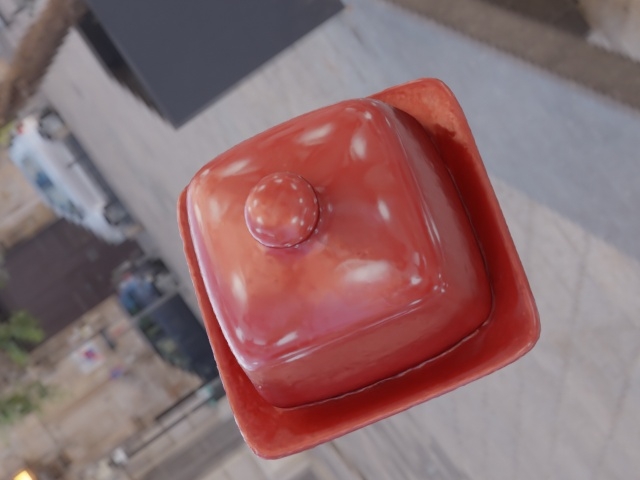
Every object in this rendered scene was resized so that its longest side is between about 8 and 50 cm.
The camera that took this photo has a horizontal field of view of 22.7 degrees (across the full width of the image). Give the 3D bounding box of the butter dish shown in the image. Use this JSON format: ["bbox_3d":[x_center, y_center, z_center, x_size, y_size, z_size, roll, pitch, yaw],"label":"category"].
[{"bbox_3d":[0.000,0.000,0.747,0.118,0.160,0.160,40,-151,-64],"label":"butter dish"}]
